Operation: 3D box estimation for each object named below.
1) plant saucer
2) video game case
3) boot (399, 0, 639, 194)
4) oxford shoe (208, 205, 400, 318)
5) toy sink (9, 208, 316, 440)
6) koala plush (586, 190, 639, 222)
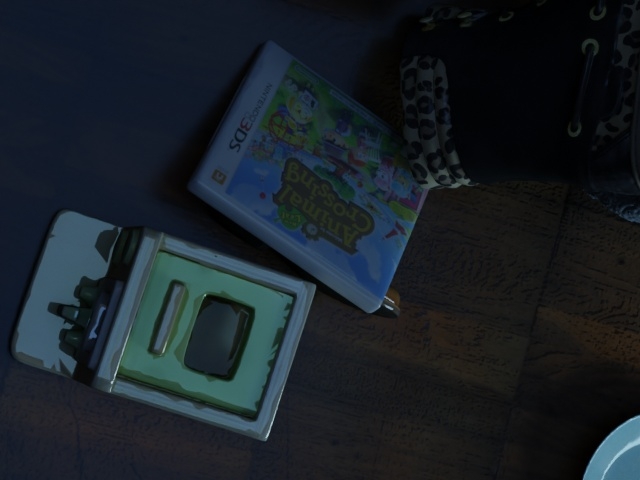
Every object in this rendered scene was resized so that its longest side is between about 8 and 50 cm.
[{"bbox_3d":[0.346,0.269,1.691,0.195,0.037,0.195,0,90,-18],"label":"plant saucer"},{"bbox_3d":[-0.001,-0.063,1.550,0.212,0.023,0.193,35,53,-14],"label":"video game case"},{"bbox_3d":[0.224,-0.216,1.528,0.138,0.284,0.377,15,76,-52],"label":"boot"},{"bbox_3d":[0.000,0.000,1.572,0.212,0.076,0.076,37,71,-13],"label":"oxford shoe"},{"bbox_3d":[-0.145,0.074,1.495,0.234,0.131,0.153,20,84,-15],"label":"toy sink"},{"bbox_3d":[0.368,-0.096,1.620,0.221,0.196,0.203,16,43,-40],"label":"koala plush"}]
